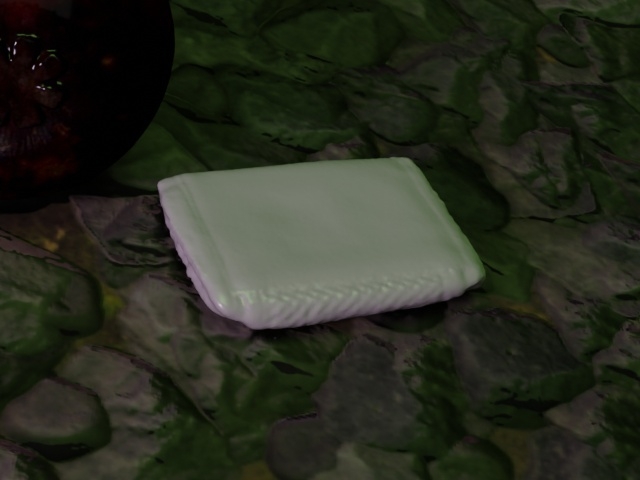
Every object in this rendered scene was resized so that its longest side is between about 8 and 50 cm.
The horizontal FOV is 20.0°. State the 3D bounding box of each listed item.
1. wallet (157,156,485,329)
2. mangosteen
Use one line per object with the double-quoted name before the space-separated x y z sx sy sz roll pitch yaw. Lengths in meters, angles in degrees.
"wallet" 0.000 0.000 1.081 0.183 0.032 0.124 -8 47 -27
"mangosteen" -0.176 -0.113 1.046 0.200 0.200 0.200 11 41 -10
